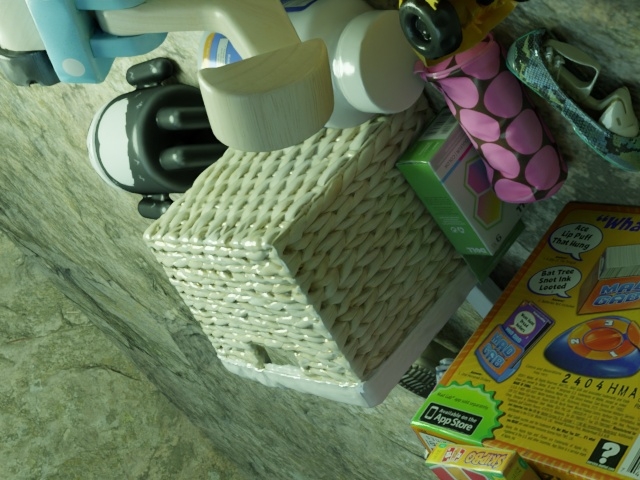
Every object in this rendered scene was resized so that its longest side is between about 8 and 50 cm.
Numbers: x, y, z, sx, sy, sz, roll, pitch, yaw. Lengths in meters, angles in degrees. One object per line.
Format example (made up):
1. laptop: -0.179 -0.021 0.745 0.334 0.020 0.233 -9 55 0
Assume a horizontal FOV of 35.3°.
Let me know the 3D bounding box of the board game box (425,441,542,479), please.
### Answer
1. board game box: 0.225 0.303 1.014 0.259 0.039 0.124 46 155 -17

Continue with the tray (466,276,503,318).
1. tray: 0.276 0.129 1.396 0.270 0.030 0.145 51 177 28

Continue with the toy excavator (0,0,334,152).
1. toy excavator: -0.190 -0.284 1.124 0.445 0.433 0.222 0 140 11

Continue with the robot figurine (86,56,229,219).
1. robot figurine: -0.257 -0.157 1.590 0.173 0.209 0.278 39 159 -32

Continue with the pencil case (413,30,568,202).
1. pencil case: 0.191 -0.132 1.115 0.098 0.095 0.209 -20 121 27

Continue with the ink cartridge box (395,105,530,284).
1. ink cartridge box: 0.192 -0.053 1.220 0.062 0.109 0.209 3 136 54

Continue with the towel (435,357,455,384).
1. towel: 0.282 0.268 1.612 0.209 0.034 0.285 2 145 4

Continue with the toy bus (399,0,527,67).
1. toy bus: 0.103 -0.298 0.913 0.211 0.149 0.220 47 160 15

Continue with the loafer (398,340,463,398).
1. loafer: 0.227 0.233 1.680 0.102 0.092 0.268 -25 132 36

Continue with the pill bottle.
1. pill bottle: -0.009 -0.209 1.187 0.272 0.152 0.152 11 143 46

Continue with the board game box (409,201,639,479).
1. board game box: 0.392 0.214 1.095 0.356 0.356 0.356 8 140 49

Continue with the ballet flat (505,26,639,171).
1. ballet flat: 0.272 -0.144 1.018 0.188 0.070 0.070 38 156 -4

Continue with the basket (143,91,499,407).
1. basket: 0.000 0.000 1.318 0.328 0.331 0.266 4 135 51

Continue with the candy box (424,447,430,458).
1. candy box: 0.296 0.298 1.561 0.159 0.071 0.233 28 138 -29
